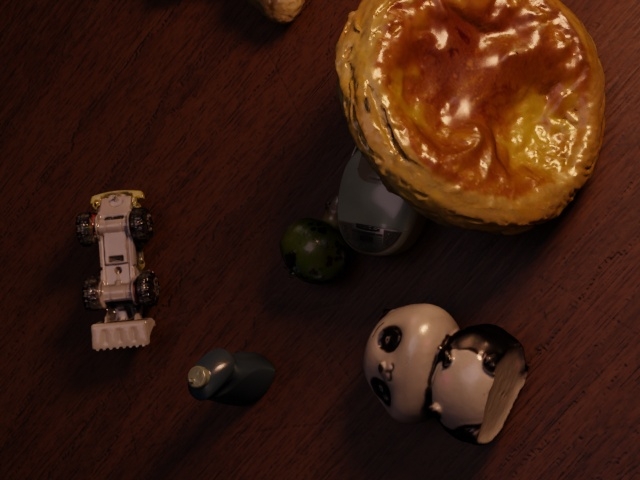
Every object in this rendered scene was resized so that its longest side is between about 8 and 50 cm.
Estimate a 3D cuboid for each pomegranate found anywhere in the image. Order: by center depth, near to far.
[{"bbox_3d":[0.000,0.000,1.850,0.122,0.122,0.161,25,82,26],"label":"pomegranate"}]

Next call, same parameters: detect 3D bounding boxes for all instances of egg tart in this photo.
[{"bbox_3d":[0.217,-0.216,1.701,0.443,0.178,0.443,4,77,-17],"label":"egg tart"}]

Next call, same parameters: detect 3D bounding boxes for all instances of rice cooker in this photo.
[{"bbox_3d":[0.107,-0.073,1.810,0.145,0.127,0.206,11,82,24],"label":"rice cooker"}]

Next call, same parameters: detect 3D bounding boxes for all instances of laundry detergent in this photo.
[{"bbox_3d":[-0.153,0.222,1.827,0.061,0.206,0.097,44,101,24],"label":"laundry detergent"}]

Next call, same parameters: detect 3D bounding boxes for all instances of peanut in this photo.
[{"bbox_3d":[-0.113,-0.465,1.988,0.228,0.104,0.086,47,122,25],"label":"peanut"}]

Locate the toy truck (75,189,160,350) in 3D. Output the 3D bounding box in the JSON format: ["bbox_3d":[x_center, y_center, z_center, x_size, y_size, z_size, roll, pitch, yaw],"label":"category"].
[{"bbox_3d":[-0.351,0.052,2.000,0.136,0.111,0.286,-6,81,7],"label":"toy truck"}]

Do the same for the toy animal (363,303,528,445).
[{"bbox_3d":[0.177,0.195,1.707,0.235,0.165,0.187,18,105,23],"label":"toy animal"}]
